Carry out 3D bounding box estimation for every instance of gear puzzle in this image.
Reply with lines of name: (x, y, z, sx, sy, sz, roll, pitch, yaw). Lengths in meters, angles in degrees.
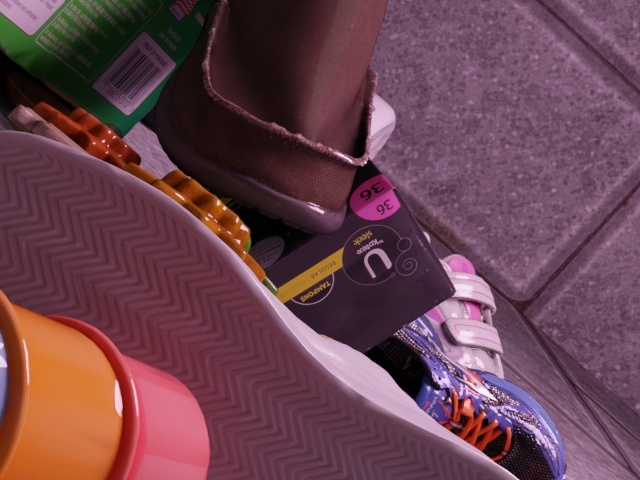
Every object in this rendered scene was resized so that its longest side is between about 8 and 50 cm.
gear puzzle: (-0.093, -0.029, 0.785, 0.175, 0.044, 0.339, 40, -5, -12)

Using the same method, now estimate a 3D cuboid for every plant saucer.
plant saucer: (-0.195, -0.089, 0.996, 0.083, 0.015, 0.083, 41, 6, -6)

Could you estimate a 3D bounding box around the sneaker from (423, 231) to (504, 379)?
sneaker: (0.103, 0.073, 1.206, 0.252, 0.111, 0.103, 46, 14, 34)

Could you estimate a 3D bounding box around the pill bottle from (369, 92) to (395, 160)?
pill bottle: (-0.077, -0.175, 1.526, 0.301, 0.169, 0.169, 43, 7, 6)

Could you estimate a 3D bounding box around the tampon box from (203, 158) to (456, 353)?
tampon box: (0.000, 0.000, 0.999, 0.101, 0.120, 0.161, 57, -1, -29)

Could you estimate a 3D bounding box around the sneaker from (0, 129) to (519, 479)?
sneaker: (-0.048, 0.063, 0.613, 0.292, 0.108, 0.169, 38, -5, -10)

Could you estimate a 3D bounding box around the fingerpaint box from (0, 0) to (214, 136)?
fingerpaint box: (-0.277, -0.293, 0.983, 0.371, 0.163, 0.445, 43, 0, 14)

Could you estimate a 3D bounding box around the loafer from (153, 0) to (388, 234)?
loafer: (-0.024, -0.136, 0.941, 0.134, 0.130, 0.366, 22, 28, -16)

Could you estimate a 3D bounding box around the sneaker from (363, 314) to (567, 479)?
sneaker: (0.089, 0.125, 1.058, 0.221, 0.083, 0.087, 37, 20, 4)

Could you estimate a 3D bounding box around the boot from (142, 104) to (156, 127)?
boot: (-0.129, -0.340, 1.204, 0.367, 0.146, 0.445, 49, -33, 3)

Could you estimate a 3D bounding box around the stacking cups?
stacking cups: (-0.119, 0.033, 0.348, 0.096, 0.096, 0.316, 46, 8, 29)
